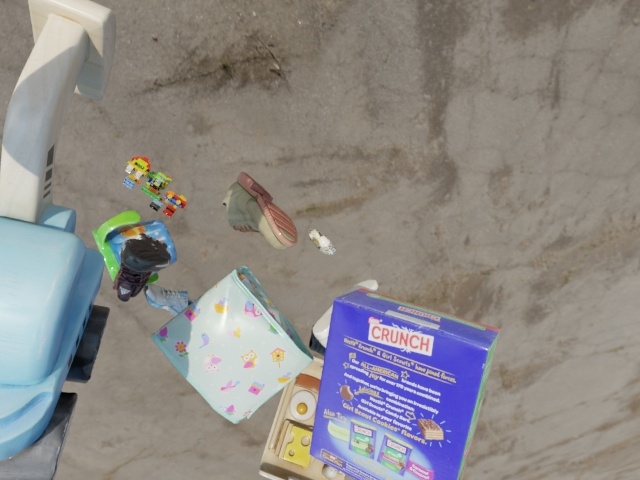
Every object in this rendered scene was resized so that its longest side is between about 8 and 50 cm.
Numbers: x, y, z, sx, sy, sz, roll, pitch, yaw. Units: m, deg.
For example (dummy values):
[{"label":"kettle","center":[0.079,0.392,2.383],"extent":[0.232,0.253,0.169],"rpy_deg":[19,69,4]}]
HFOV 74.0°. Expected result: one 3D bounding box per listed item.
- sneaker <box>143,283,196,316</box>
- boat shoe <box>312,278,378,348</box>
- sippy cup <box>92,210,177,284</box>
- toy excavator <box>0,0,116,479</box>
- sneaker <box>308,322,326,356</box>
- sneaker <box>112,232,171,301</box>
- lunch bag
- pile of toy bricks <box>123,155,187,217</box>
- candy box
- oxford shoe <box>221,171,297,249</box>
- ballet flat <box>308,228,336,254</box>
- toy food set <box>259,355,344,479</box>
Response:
[{"label":"sneaker","center":[-0.439,0.166,1.259],"extent":[0.082,0.071,0.191],"rpy_deg":[-34,143,6]},{"label":"boat shoe","center":[0.064,0.157,0.906],"extent":[0.184,0.066,0.063],"rpy_deg":[-43,115,-32]},{"label":"sippy cup","center":[-0.634,0.037,1.481],"extent":[0.223,0.240,0.305],"rpy_deg":[-23,-179,-26]},{"label":"toy excavator","center":[-0.336,-0.010,0.476],"extent":[0.222,0.433,0.446],"rpy_deg":[16,123,-22]},{"label":"sneaker","center":[0.054,0.322,1.523],"extent":[0.146,0.105,0.296],"rpy_deg":[21,124,-14]},{"label":"sneaker","center":[-0.434,0.081,1.005],"extent":[0.106,0.281,0.163],"rpy_deg":[29,88,-15]},{"label":"lunch bag","center":[-0.170,0.219,0.887],"extent":[0.223,0.160,0.262],"rpy_deg":[-39,93,-2]},{"label":"pile of toy bricks","center":[-0.526,-0.181,1.384],"extent":[0.212,0.105,0.118],"rpy_deg":[36,135,-16]},{"label":"candy box","center":[0.140,0.274,0.757],"extent":[0.122,0.267,0.318],"rpy_deg":[-13,115,-60]},{"label":"oxford shoe","center":[-0.189,-0.063,1.268],"extent":[0.146,0.397,0.140],"rpy_deg":[-46,128,4]},{"label":"ballet flat","center":[0.000,0.000,1.155],"extent":[0.041,0.114,0.041],"rpy_deg":[-18,126,-26]},{"label":"toy food set","center":[-0.005,0.470,1.090],"extent":[0.219,0.307,0.092],"rpy_deg":[21,151,-3]}]
